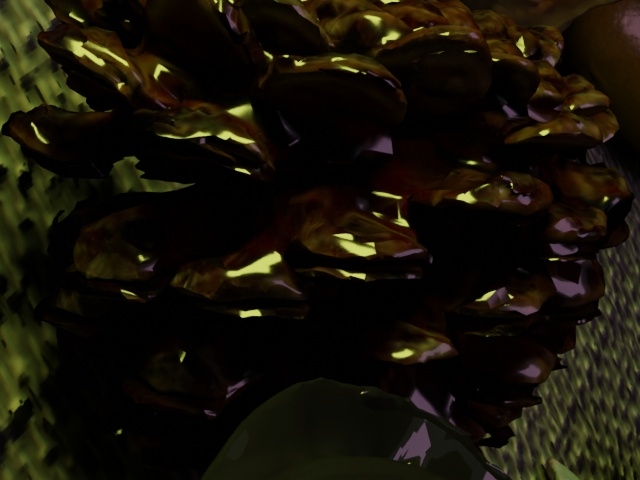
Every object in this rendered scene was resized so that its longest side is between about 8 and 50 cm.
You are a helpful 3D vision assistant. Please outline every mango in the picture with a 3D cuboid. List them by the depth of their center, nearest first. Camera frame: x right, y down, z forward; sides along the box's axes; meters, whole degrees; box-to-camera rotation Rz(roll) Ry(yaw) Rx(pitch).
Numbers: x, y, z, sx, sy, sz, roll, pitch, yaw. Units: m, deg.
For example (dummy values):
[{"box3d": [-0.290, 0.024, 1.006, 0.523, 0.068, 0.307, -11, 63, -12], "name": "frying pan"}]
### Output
[{"box3d": [0.227, -0.120, 1.253, 0.195, 0.098, 0.137, 16, 61, -51], "name": "mango"}]

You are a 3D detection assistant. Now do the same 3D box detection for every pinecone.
[{"box3d": [0.000, 0.000, 0.649, 0.221, 0.221, 0.221, 40, 39, -43], "name": "pinecone"}]

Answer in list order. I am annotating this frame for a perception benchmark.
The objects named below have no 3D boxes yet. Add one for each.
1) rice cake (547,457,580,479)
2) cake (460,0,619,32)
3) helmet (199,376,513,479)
[{"box3d": [0.084, 0.153, 0.865, 0.081, 0.051, 0.290, 41, 19, 20], "name": "rice cake"}, {"box3d": [0.115, -0.296, 1.028, 0.309, 0.237, 0.230, 39, 36, -40], "name": "cake"}, {"box3d": [-0.010, 0.194, 0.534, 0.230, 0.160, 0.279, 20, 51, -40], "name": "helmet"}]
